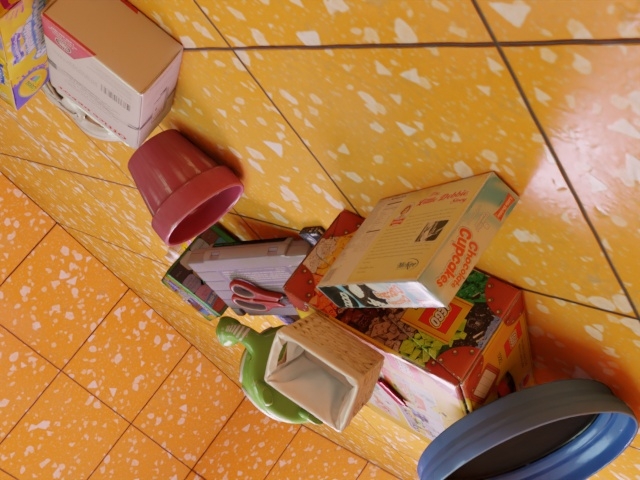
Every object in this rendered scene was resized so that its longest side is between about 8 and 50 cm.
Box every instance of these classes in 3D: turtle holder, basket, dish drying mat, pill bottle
[{"bbox_3d":[-0.115,0.328,2.046,0.320,0.243,0.227,10,171,-25],"label":"turtle holder"},{"bbox_3d":[0.009,0.210,1.336,0.167,0.103,0.113,30,121,24],"label":"basket"},{"bbox_3d":[0.127,0.277,1.489,0.083,0.008,0.032,46,161,-28],"label":"dish drying mat"},{"bbox_3d":[-0.417,0.023,2.376,0.043,0.083,0.043,33,162,12],"label":"pill bottle"}]

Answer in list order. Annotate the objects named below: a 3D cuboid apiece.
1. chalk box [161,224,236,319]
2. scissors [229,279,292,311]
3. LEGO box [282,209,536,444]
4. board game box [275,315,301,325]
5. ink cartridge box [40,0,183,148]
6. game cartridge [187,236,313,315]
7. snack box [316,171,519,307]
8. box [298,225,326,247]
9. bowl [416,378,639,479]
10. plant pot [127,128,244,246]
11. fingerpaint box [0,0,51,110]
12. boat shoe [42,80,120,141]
[{"bbox_3d":[-0.279,0.081,2.093,0.179,0.180,0.289,40,165,-7],"label":"chalk box"},{"bbox_3d":[-0.076,0.140,1.850,0.297,0.021,0.109,7,142,21],"label":"scissors"},{"bbox_3d":[0.192,0.212,1.538,0.373,0.193,0.500,26,159,31],"label":"LEGO box"},{"bbox_3d":[0.048,0.250,2.103,0.318,0.066,0.319,41,161,-12],"label":"board game box"},{"bbox_3d":[-0.364,-0.302,1.422,0.207,0.117,0.283,38,161,-4],"label":"ink cartridge box"},{"bbox_3d":[-0.110,0.086,1.858,0.355,0.068,0.230,-4,134,36],"label":"game cartridge"},{"bbox_3d":[0.126,0.009,1.171,0.060,0.187,0.322,42,162,-15],"label":"snack box"},{"bbox_3d":[0.000,0.000,1.653,0.067,0.018,0.083,43,161,-20],"label":"box"},{"bbox_3d":[0.348,0.365,1.405,0.391,0.391,0.077,63,-175,-53],"label":"bowl"},{"bbox_3d":[-0.286,-0.117,1.649,0.180,0.201,0.201,50,163,7],"label":"plant pot"},{"bbox_3d":[-0.653,-0.473,1.466,0.371,0.163,0.445,40,162,-6],"label":"fingerpaint box"},{"bbox_3d":[-0.502,-0.300,1.717,0.277,0.098,0.096,30,162,23],"label":"boat shoe"}]
